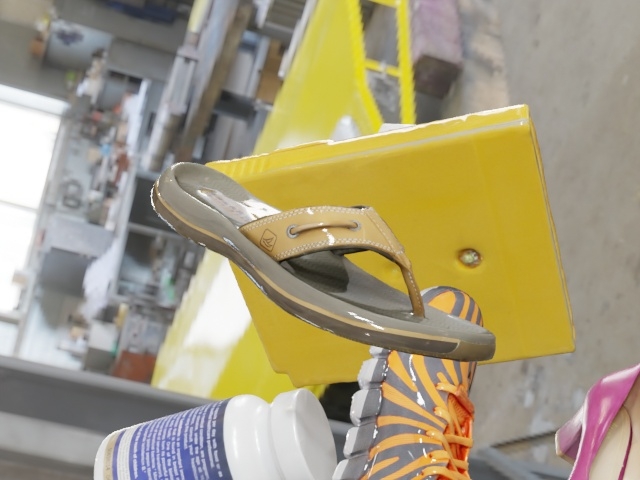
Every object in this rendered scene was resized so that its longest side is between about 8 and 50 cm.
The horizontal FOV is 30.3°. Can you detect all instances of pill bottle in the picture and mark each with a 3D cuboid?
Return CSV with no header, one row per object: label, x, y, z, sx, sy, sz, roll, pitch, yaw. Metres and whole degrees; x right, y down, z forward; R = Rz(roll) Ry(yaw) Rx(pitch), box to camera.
pill bottle,-0.123,0.271,1.411,0.153,0.264,0.153,-19,-90,-73

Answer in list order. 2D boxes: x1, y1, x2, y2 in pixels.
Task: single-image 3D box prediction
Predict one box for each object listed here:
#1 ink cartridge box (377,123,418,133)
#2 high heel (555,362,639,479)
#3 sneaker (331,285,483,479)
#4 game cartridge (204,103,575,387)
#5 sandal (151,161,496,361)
ink cartridge box,0.096,-0.005,1.409,0.092,0.160,0.219,6,57,34
high heel,0.412,0.313,1.581,0.181,0.127,0.377,-50,21,24
sneaker,0.108,0.185,0.956,0.180,0.124,0.321,-1,58,44
game cartridge,0.074,0.017,1.184,0.053,0.323,0.285,-78,-25,-52
sandal,0.000,0.000,0.633,0.219,0.090,0.060,33,107,33
